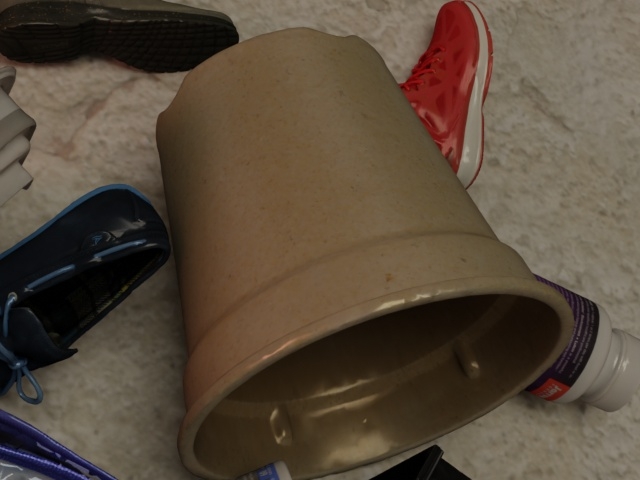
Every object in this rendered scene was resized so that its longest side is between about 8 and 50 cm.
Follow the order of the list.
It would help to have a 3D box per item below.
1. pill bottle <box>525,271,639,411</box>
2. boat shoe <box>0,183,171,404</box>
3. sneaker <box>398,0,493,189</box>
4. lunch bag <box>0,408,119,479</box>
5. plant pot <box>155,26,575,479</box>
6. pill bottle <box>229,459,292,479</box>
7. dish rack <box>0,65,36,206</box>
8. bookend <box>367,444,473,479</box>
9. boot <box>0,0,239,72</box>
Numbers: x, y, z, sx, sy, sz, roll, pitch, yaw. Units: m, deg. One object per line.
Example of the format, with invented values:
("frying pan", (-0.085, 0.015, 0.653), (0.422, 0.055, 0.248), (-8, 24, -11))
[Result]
("pill bottle", (0.213, 0.094, 1.182), (0.193, 0.108, 0.108), (25, 61, -10))
("boat shoe", (-0.233, 0.058, 0.967), (0.258, 0.109, 0.089), (-45, 51, 1))
("sneaker", (0.104, -0.165, 1.265), (0.128, 0.087, 0.221), (11, 63, -19))
("lunch bag", (-0.290, 0.237, 0.793), (0.385, 0.328, 0.239), (4, 69, -19))
("plant pot", (0.000, 0.000, 1.041), (0.334, 0.334, 0.305), (-8, 60, -25))
("pill bottle", (-0.079, 0.241, 0.998), (0.137, 0.078, 0.078), (-22, 77, -6))
("dish rack", (-0.336, 0.036, 0.886), (0.072, 0.285, 0.333), (45, 60, -5))
("bookend", (0.110, 0.264, 1.039), (0.157, 0.156, 0.072), (37, 59, -5))
("boot", (-0.204, -0.255, 1.185), (0.246, 0.083, 0.161), (0, 62, -23))
